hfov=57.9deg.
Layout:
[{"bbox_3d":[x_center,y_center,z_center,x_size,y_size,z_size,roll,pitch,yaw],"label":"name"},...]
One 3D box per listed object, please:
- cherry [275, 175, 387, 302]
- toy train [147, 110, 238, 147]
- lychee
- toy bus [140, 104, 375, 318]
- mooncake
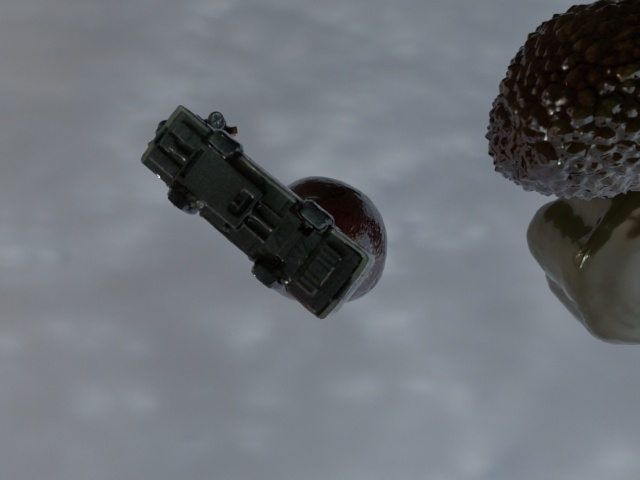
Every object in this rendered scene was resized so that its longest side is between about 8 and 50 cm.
[{"bbox_3d":[0.000,0.000,0.976,0.230,0.300,0.203,17,-112,9],"label":"cherry"},{"bbox_3d":[-0.257,-0.196,1.199,0.089,0.127,0.219,-3,-166,39],"label":"toy train"},{"bbox_3d":[0.313,-0.155,0.667,0.271,0.236,0.236,-32,-125,-27],"label":"lychee"},{"bbox_3d":[-0.064,-0.029,0.595,0.268,0.106,0.092,39,-85,18],"label":"toy bus"},{"bbox_3d":[0.711,-0.001,1.270,0.466,0.468,0.262,-4,-148,-5],"label":"mooncake"}]
